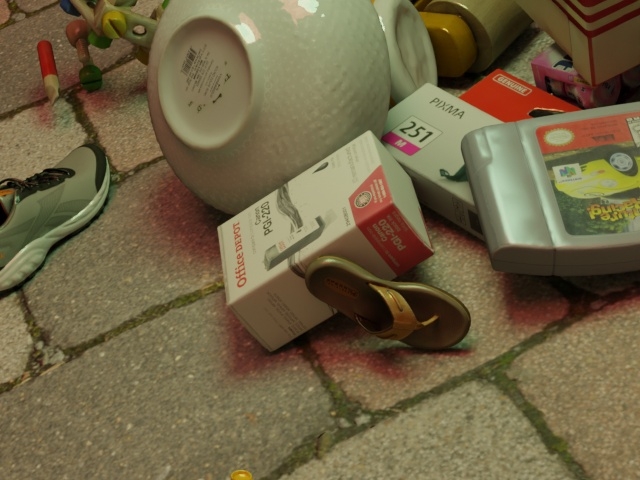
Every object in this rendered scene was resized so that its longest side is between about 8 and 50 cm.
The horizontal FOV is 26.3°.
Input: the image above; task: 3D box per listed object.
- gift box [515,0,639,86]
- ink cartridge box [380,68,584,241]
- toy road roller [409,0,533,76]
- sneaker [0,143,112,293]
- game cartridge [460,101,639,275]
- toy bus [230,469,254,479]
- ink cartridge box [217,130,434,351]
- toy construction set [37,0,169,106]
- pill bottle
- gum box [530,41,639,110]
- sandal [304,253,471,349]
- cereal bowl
[{"bbox_3d":[0.372,-0.370,1.600,0.276,0.255,0.258,-29,48,-3],"label":"gift box"},{"bbox_3d":[0.218,-0.113,1.599,0.239,0.060,0.275,-38,47,-21],"label":"ink cartridge box"},{"bbox_3d":[0.119,-0.375,1.866,0.329,0.240,0.202,15,49,39],"label":"toy road roller"},{"bbox_3d":[-0.372,-0.047,1.793,0.100,0.108,0.271,6,42,35],"label":"sneaker"},{"bbox_3d":[0.311,-0.056,1.447,0.294,0.060,0.196,-9,55,-1],"label":"game cartridge"},{"bbox_3d":[-0.041,0.299,1.163,0.211,0.149,0.220,-22,34,-30],"label":"toy bus"},{"bbox_3d":[0.000,0.000,1.511,0.218,0.092,0.158,-33,33,14],"label":"ink cartridge box"},{"bbox_3d":[-0.274,-0.287,1.997,0.309,0.257,0.237,-34,45,16],"label":"toy construction set"},{"bbox_3d":[-0.003,-0.209,1.765,0.278,0.162,0.162,-14,35,26],"label":"pill bottle"},{"bbox_3d":[0.361,-0.231,1.710,0.188,0.062,0.107,-39,39,-24],"label":"gum box"},{"bbox_3d":[0.065,0.070,1.410,0.180,0.072,0.049,22,27,3],"label":"sandal"},{"bbox_3d":[-0.089,-0.185,1.625,0.339,0.339,0.141,13,14,38],"label":"cereal bowl"}]
